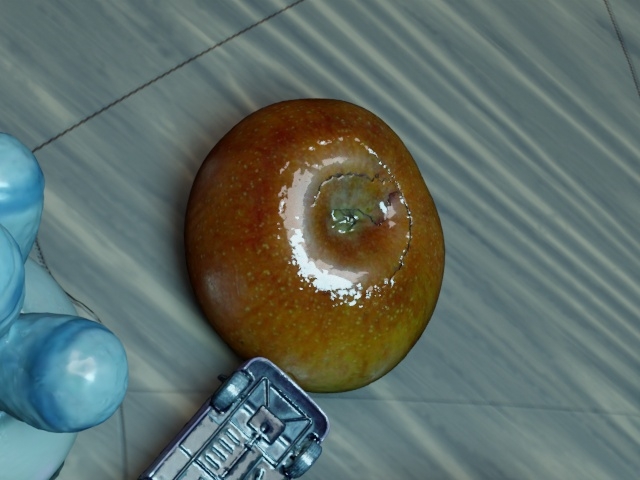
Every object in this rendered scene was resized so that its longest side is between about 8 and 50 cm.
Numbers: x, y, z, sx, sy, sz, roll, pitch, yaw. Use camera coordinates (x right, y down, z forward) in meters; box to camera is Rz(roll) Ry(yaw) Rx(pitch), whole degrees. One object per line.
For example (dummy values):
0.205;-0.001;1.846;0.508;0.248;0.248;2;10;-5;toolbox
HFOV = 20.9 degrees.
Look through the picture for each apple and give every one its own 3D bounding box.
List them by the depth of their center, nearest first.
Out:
0.000;0.000;1.383;0.210;0.173;0.235;-31;84;-24;apple

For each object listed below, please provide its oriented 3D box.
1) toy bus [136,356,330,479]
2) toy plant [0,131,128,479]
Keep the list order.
-0.087;0.189;1.327;0.096;0.108;0.199;43;67;-4;toy bus
-0.253;0.061;1.198;0.247;0.332;0.247;5;71;-14;toy plant
